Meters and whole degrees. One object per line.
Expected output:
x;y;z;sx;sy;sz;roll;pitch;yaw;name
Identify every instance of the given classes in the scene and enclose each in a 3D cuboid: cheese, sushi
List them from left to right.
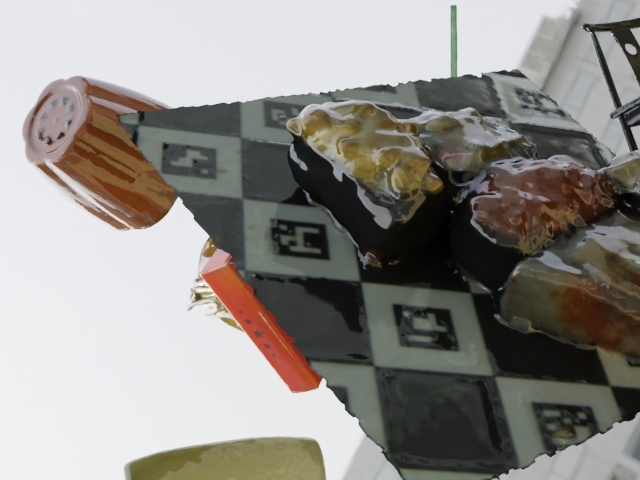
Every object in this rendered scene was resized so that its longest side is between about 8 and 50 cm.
-0.115;0.375;1.314;0.242;0.124;0.266;-8;-51;-13;cheese
0.086;-0.030;0.555;0.294;0.292;0.059;-14;-44;-30;sushi

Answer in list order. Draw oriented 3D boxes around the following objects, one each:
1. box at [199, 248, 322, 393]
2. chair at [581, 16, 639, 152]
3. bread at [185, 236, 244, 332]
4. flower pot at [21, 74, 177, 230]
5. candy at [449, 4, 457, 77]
0.000;0.000;0.906;0.139;0.035;0.245;54;-137;-22;box
0.437;-0.169;1.231;0.154;0.260;0.141;-13;-10;-30;chair
-0.013;0.053;1.126;0.241;0.107;0.136;22;-101;-22;bread
-0.285;-0.127;1.375;0.173;0.190;0.191;33;-95;-49;flower pot
0.120;-0.125;0.946;0.049;0.055;0.185;8;-100;-43;candy
